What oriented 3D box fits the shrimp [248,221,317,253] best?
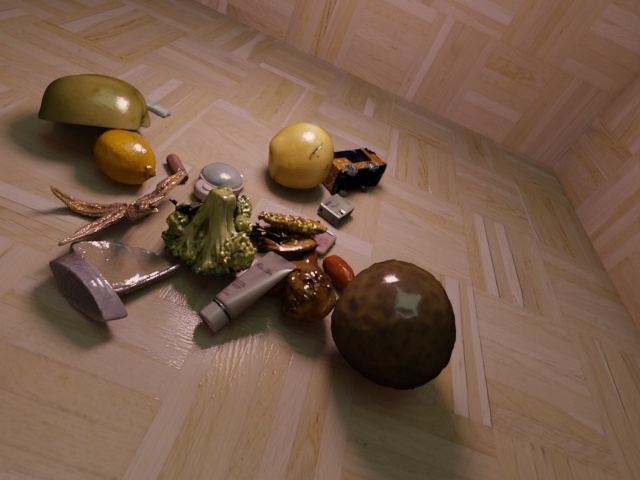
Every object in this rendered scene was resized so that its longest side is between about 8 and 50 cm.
[{"bbox_3d":[-0.162,0.008,1.445,0.290,0.075,0.178,14,19,8],"label":"shrimp"}]

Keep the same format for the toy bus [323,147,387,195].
[{"bbox_3d":[0.158,-0.353,2.019,0.324,0.161,0.194,-17,54,-38],"label":"toy bus"}]

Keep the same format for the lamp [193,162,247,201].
[{"bbox_3d":[-0.413,-0.242,1.623,0.180,0.107,0.246,26,40,5],"label":"lamp"}]

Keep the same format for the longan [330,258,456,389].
[{"bbox_3d":[0.223,0.259,1.239,0.392,0.391,0.390,15,41,-14],"label":"longan"}]

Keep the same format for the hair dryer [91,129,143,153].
[{"bbox_3d":[-0.775,-0.357,1.599,0.167,0.067,0.199,34,51,0],"label":"hair dryer"}]

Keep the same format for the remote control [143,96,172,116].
[{"bbox_3d":[-0.790,-0.637,1.900,0.162,0.029,0.061,27,38,1],"label":"remote control"}]

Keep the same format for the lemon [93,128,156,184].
[{"bbox_3d":[-0.713,-0.304,1.464,0.257,0.188,0.188,35,40,-1],"label":"lemon"}]

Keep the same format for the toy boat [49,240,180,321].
[{"bbox_3d":[-0.616,0.096,1.166,0.276,0.111,0.293,31,29,0],"label":"toy boat"}]

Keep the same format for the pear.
[{"bbox_3d":[-0.094,-0.380,1.809,0.310,0.309,0.309,15,41,-14],"label":"pear"}]

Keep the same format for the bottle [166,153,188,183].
[{"bbox_3d":[-0.583,-0.293,1.625,0.053,0.053,0.140,-11,52,-37],"label":"bottle"}]

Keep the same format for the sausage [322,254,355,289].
[{"bbox_3d":[0.072,0.116,1.525,0.089,0.089,0.179,-6,40,-34],"label":"sausage"}]

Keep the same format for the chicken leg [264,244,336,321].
[{"bbox_3d":[-0.092,0.112,1.400,0.296,0.181,0.409,5,34,-2],"label":"chicken leg"}]

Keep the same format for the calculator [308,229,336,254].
[{"bbox_3d":[0.000,0.000,1.649,0.100,0.032,0.175,33,39,7],"label":"calculator"}]

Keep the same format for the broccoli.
[{"bbox_3d":[-0.352,-0.041,1.297,0.294,0.280,0.347,9,29,-23],"label":"broccoli"}]

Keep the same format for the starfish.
[{"bbox_3d":[-0.644,-0.126,1.301,0.399,0.132,0.383,-7,23,-13],"label":"starfish"}]

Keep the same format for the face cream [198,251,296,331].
[{"bbox_3d":[-0.228,0.153,1.240,0.314,0.089,0.143,-39,42,-26],"label":"face cream"}]

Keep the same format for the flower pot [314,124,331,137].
[{"bbox_3d":[-0.042,-0.476,2.023,0.195,0.179,0.195,14,40,-12],"label":"flower pot"}]

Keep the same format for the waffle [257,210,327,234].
[{"bbox_3d":[-0.092,-0.067,1.553,0.292,0.051,0.291,14,7,-2],"label":"waffle"}]

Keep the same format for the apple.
[{"bbox_3d":[-0.868,-0.496,1.542,0.361,0.320,0.311,6,63,-13],"label":"apple"}]

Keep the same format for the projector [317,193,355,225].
[{"bbox_3d":[0.071,-0.139,1.814,0.115,0.061,0.147,37,41,14],"label":"projector"}]
